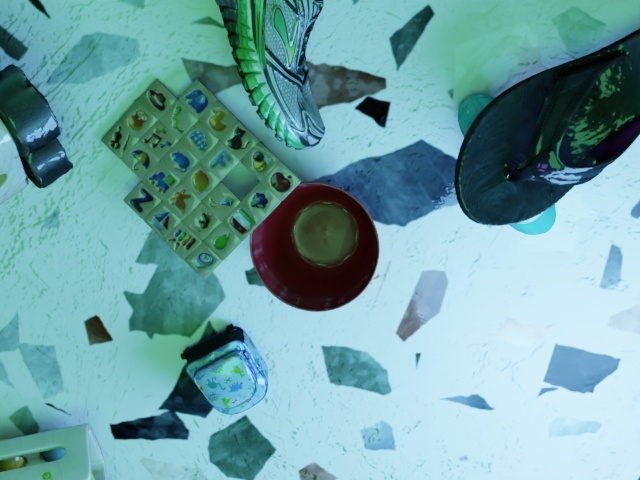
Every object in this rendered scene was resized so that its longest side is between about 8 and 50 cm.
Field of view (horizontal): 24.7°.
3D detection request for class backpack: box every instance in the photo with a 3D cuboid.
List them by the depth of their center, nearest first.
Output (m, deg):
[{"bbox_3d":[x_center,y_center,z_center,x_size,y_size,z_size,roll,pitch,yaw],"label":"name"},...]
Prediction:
[{"bbox_3d":[-0.133,0.199,2.144,0.105,0.084,0.114,-28,118,11],"label":"backpack"}]

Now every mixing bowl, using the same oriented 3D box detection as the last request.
[{"bbox_3d":[0.000,0.000,2.038,0.181,0.098,0.181,2,102,10],"label":"mixing bowl"}]

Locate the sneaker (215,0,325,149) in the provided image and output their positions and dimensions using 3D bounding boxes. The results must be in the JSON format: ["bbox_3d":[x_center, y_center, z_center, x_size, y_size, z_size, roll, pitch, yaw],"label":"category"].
[{"bbox_3d":[-0.049,-0.275,1.892,0.146,0.134,0.343,-16,116,1],"label":"sneaker"}]

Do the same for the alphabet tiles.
[{"bbox_3d":[-0.177,-0.095,1.993,0.237,0.009,0.198,45,105,-2],"label":"alphabet tiles"}]

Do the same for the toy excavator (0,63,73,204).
[{"bbox_3d":[-0.535,-0.239,1.782,0.222,0.433,0.445,-38,81,-13],"label":"toy excavator"}]

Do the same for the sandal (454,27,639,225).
[{"bbox_3d":[0.370,-0.174,1.948,0.446,0.107,0.167,-34,104,-5],"label":"sandal"}]

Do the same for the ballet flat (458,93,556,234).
[{"bbox_3d":[0.263,-0.090,2.042,0.083,0.087,0.247,-28,116,8],"label":"ballet flat"}]

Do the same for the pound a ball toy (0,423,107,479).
[{"bbox_3d":[-0.480,0.383,2.191,0.319,0.136,0.208,-11,142,0],"label":"pound a ball toy"}]
